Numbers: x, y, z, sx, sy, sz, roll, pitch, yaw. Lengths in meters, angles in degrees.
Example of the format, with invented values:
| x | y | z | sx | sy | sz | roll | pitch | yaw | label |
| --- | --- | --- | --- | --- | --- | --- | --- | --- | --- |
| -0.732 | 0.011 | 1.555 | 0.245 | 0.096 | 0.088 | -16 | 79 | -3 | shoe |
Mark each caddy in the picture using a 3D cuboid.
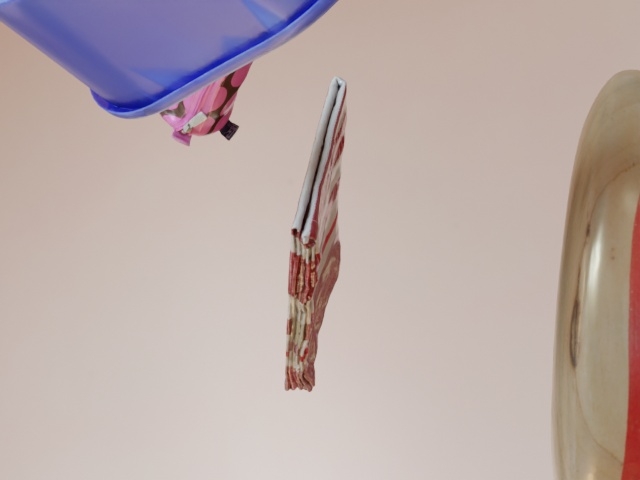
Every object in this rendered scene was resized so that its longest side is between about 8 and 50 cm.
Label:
| x | y | z | sx | sy | sz | roll | pitch | yaw | label |
| --- | --- | --- | --- | --- | --- | --- | --- | --- | --- |
| -0.074 | -0.222 | 1.094 | 0.179 | 0.241 | 0.341 | 33 | -38 | -33 | caddy |

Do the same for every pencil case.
| x | y | z | sx | sy | sz | roll | pitch | yaw | label |
| --- | --- | --- | --- | --- | --- | --- | --- | --- | --- |
| -0.101 | -0.183 | 1.594 | 0.095 | 0.098 | 0.209 | 27 | -34 | -1 | pencil case |

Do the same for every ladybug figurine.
| x | y | z | sx | sy | sz | roll | pitch | yaw | label |
| --- | --- | --- | --- | --- | --- | --- | --- | --- | --- |
| 0.306 | 0.073 | 1.459 | 0.161 | 0.449 | 0.305 | 5 | 3 | 17 | ladybug figurine |

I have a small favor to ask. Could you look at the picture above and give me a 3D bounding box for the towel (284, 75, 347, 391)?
| x | y | z | sx | sy | sz | roll | pitch | yaw | label |
| --- | --- | --- | --- | --- | --- | --- | --- | --- | --- |
| 0.000 | 0.000 | 1.911 | 0.037 | 0.237 | 0.329 | 10 | -36 | 5 | towel |
